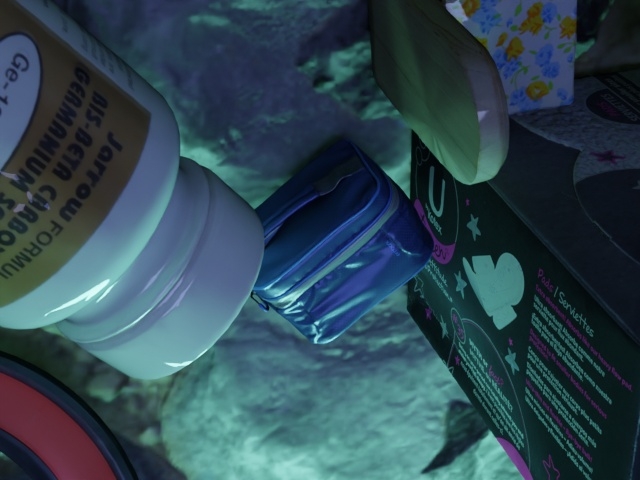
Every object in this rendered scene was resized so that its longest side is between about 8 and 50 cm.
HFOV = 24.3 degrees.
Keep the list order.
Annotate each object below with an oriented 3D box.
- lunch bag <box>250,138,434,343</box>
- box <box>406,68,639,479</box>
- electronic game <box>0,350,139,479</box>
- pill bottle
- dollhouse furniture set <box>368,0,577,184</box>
[{"bbox_3d":[0.000,0.000,0.766,0.098,0.067,0.065,-40,125,6],"label":"lunch bag"},{"bbox_3d":[0.162,0.027,0.734,0.163,0.247,0.142,-10,123,-16],"label":"box"},{"bbox_3d":[-0.197,0.163,0.745,0.229,0.048,0.229,0,95,1],"label":"electronic game"},{"bbox_3d":[-0.136,-0.036,0.653,0.131,0.131,0.229,-45,125,8],"label":"pill bottle"},{"bbox_3d":[0.225,-0.217,0.609,0.362,0.256,0.394,-13,123,-14],"label":"dollhouse furniture set"}]
